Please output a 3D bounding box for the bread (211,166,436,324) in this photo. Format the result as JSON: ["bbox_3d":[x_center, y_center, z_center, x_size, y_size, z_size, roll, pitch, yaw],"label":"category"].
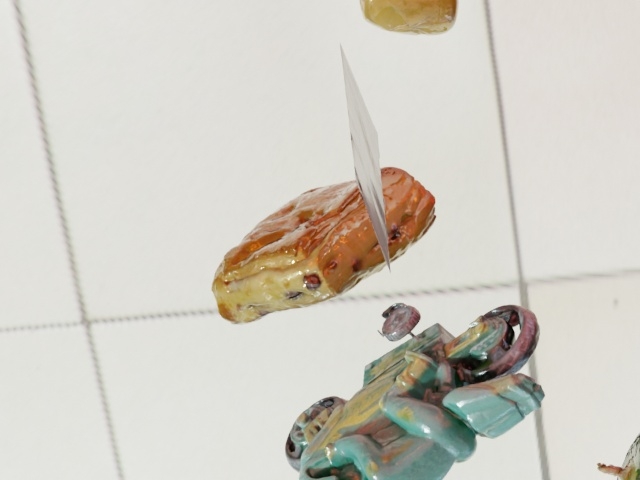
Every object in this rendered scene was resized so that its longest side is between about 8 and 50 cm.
[{"bbox_3d":[0.000,0.000,1.897,0.210,0.235,0.099,-17,104,48],"label":"bread"}]

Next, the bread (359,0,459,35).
[{"bbox_3d":[0.099,-0.264,1.886,0.115,0.056,0.082,15,146,-3],"label":"bread"}]

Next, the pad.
[{"bbox_3d":[0.041,-0.069,1.423,0.006,0.113,0.187,-15,142,-5],"label":"pad"}]

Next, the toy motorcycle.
[{"bbox_3d":[0.072,0.164,1.485,0.296,0.198,0.109,-34,119,27],"label":"toy motorcycle"}]

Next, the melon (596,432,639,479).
[{"bbox_3d":[0.185,0.113,0.643,0.167,0.114,0.114,18,112,0],"label":"melon"}]
